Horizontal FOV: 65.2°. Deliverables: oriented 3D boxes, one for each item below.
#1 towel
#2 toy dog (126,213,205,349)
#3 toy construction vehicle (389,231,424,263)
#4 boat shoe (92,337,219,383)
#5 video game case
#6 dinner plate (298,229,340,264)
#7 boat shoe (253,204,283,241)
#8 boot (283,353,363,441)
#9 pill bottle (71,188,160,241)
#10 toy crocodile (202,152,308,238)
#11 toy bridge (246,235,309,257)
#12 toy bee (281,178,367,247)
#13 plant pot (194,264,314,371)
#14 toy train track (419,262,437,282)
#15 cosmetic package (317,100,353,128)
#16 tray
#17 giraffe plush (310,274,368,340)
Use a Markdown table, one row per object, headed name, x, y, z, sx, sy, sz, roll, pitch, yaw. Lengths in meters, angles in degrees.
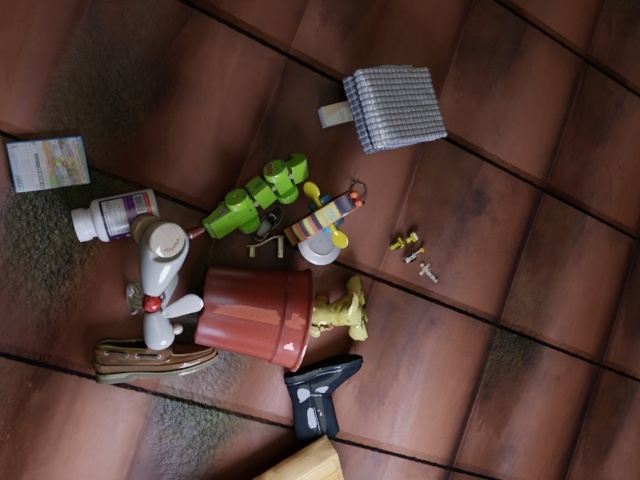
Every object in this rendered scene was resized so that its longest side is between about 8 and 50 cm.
| name | x | y | z | sx | sy | sz | roll | pitch | yaw |
| --- | --- | --- | --- | --- | --- | --- | --- | --- | --- |
| towel | 0.213 | -0.383 | 1.454 | 0.283 | 0.121 | 0.235 | -17 | 90 | -34 |
| toy dog | -0.354 | 0.081 | 1.205 | 0.161 | 0.220 | 0.334 | -8 | 128 | -35 |
| toy construction vehicle | 0.269 | 0.025 | 1.559 | 0.098 | 0.035 | 0.086 | -34 | 92 | -18 |
| boat shoe | -0.417 | 0.288 | 1.279 | 0.307 | 0.110 | 0.105 | -6 | 95 | -20 |
| video game case | -0.662 | -0.187 | 1.223 | 0.166 | 0.015 | 0.119 | -10 | 95 | -19 |
| dinner plate | 0.000 | 0.000 | 1.450 | 0.141 | 0.017 | 0.141 | 5 | 76 | -22 |
| boat shoe | -0.143 | -0.053 | 1.394 | 0.046 | 0.038 | 0.125 | 40 | 70 | -1 |
| boot | 0.026 | 0.457 | 1.452 | 0.246 | 0.094 | 0.207 | -15 | 94 | -13 |
| pill bottle | -0.501 | -0.058 | 1.237 | 0.193 | 0.108 | 0.108 | -15 | 97 | -18 |
| toy crocodile | -0.170 | -0.126 | 1.359 | 0.340 | 0.105 | 0.115 | -38 | 139 | -9 |
| toy bridge | -0.117 | 0.018 | 1.421 | 0.188 | 0.026 | 0.063 | 2 | 89 | -20 |
| toy bee | 0.033 | -0.095 | 1.379 | 0.195 | 0.162 | 0.298 | 39 | 71 | -14 |
| plant pot | -0.178 | 0.185 | 1.296 | 0.265 | 0.272 | 0.272 | 11 | 89 | -12 |
| toy train track | 0.347 | 0.103 | 1.597 | 0.048 | 0.014 | 0.083 | -47 | 106 | -12 |
| cosmetic package | 0.055 | -0.370 | 1.458 | 0.115 | 0.041 | 0.060 | -20 | 98 | -18 |
| tray | -0.132 | 0.715 | 1.369 | 0.410 | 0.076 | 0.203 | -25 | 133 | -16 |
| giraffe plush | 0.039 | 0.209 | 1.426 | 0.170 | 0.210 | 0.181 | -9 | 100 | 10 |
